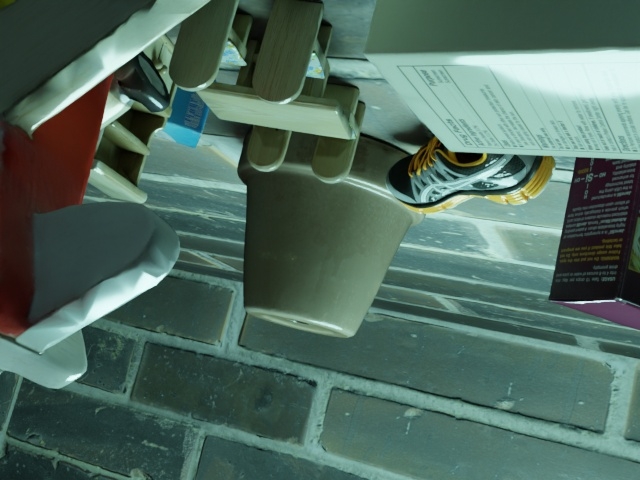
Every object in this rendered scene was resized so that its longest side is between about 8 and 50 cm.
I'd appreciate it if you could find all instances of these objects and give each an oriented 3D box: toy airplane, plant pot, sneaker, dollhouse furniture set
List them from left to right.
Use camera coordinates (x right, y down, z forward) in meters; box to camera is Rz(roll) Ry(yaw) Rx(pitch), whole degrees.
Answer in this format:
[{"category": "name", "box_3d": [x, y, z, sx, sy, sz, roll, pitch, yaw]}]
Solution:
[{"category": "toy airplane", "box_3d": [-0.217, -0.092, 0.445, 0.385, 0.386, 0.272, 4, 139, 44]}, {"category": "dollhouse furniture set", "box_3d": [-0.097, -0.112, 0.746, 0.242, 0.160, 0.212, 11, 169, 15]}, {"category": "plant pot", "box_3d": [0.000, 0.000, 1.023, 0.263, 0.229, 0.263, 13, 168, 3]}, {"category": "sneaker", "box_3d": [0.142, -0.085, 0.834, 0.083, 0.084, 0.215, 36, 155, -30]}]

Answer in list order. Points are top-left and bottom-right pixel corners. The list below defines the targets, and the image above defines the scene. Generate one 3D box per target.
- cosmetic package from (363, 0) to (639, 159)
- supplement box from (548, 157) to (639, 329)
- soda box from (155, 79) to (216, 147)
[{"category": "cosmetic package", "box_3d": [0.202, -0.121, 0.450, 0.310, 0.113, 0.160, 8, 168, 31]}, {"category": "supplement box", "box_3d": [0.267, -0.027, 0.642, 0.104, 0.188, 0.081, 18, 169, -21]}, {"category": "soda box", "box_3d": [-0.228, -0.170, 0.868, 0.210, 0.067, 0.071, 17, 169, -11]}]
